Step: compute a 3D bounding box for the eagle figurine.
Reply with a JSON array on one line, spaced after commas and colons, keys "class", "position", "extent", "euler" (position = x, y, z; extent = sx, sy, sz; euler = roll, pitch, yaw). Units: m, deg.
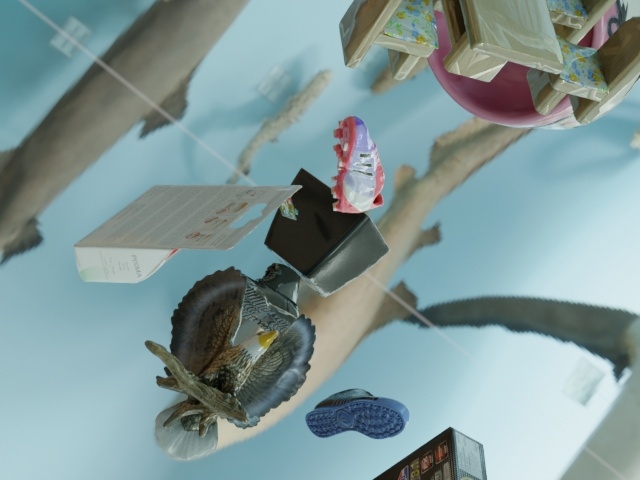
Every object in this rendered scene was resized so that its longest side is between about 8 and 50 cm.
[{"class": "eagle figurine", "position": [-0.140, 0.194, 1.690], "extent": [0.225, 0.226, 0.298], "euler": [-7, -163, 12]}]

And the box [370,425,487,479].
[{"class": "box", "position": [0.115, 0.393, 1.287], "extent": [0.216, 0.060, 0.270], "euler": [-41, -150, 33]}]

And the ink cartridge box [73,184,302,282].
[{"class": "ink cartridge box", "position": [-0.153, -0.010, 1.264], "extent": [0.224, 0.056, 0.181], "euler": [3, -152, 28]}]

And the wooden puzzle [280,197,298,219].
[{"class": "wooden puzzle", "position": [-0.064, -0.065, 1.967], "extent": [0.006, 0.049, 0.083], "euler": [-26, 160, 23]}]

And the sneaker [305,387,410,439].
[{"class": "sneaker", "position": [0.078, 0.300, 1.881], "extent": [0.232, 0.081, 0.090], "euler": [-10, -162, 44]}]

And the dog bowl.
[{"class": "dog bowl", "position": [0.347, -0.372, 1.787], "extent": [0.150, 0.408, 0.408], "euler": [-25, 168, -48]}]

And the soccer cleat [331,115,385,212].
[{"class": "soccer cleat", "position": [0.069, -0.127, 1.756], "extent": [0.248, 0.095, 0.083], "euler": [96, -12, -58]}]

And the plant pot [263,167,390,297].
[{"class": "plant pot", "position": [0.000, 0.000, 2.107], "extent": [0.167, 0.187, 0.188], "euler": [-50, 153, -5]}]

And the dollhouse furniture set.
[{"class": "dollhouse furniture set", "position": [0.136, -0.237, 0.775], "extent": [0.161, 0.212, 0.242], "euler": [129, -37, -48]}]

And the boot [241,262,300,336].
[{"class": "boot", "position": [-0.110, 0.077, 1.929], "extent": [0.077, 0.198, 0.137], "euler": [-19, -135, 28]}]
